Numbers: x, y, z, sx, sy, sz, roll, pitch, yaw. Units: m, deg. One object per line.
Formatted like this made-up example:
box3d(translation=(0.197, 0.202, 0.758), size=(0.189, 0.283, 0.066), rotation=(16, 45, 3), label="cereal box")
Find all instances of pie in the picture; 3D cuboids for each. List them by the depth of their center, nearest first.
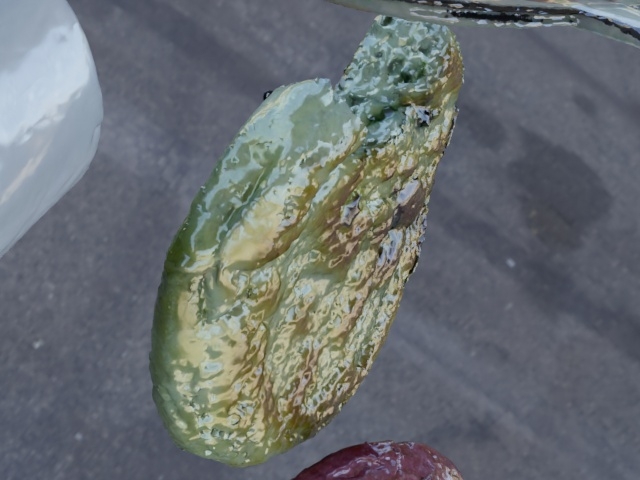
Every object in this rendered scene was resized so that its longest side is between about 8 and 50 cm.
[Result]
box3d(translation=(-0.002, 0.007, 0.840), size=(0.067, 0.303, 0.302), rotation=(27, 34, 21), label="pie")
box3d(translation=(0.020, 0.207, 0.915), size=(0.182, 0.182, 0.049), rotation=(9, 29, -34), label="pie")

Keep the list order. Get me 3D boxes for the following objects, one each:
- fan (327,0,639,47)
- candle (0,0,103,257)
box3d(translation=(0.056, -0.064, 0.355), size=(0.152, 0.008, 0.226), rotation=(-10, 28, -39), label="fan")
box3d(translation=(-0.237, -0.053, 0.657), size=(0.221, 0.221, 0.342), rotation=(41, 55, -1), label="candle")
